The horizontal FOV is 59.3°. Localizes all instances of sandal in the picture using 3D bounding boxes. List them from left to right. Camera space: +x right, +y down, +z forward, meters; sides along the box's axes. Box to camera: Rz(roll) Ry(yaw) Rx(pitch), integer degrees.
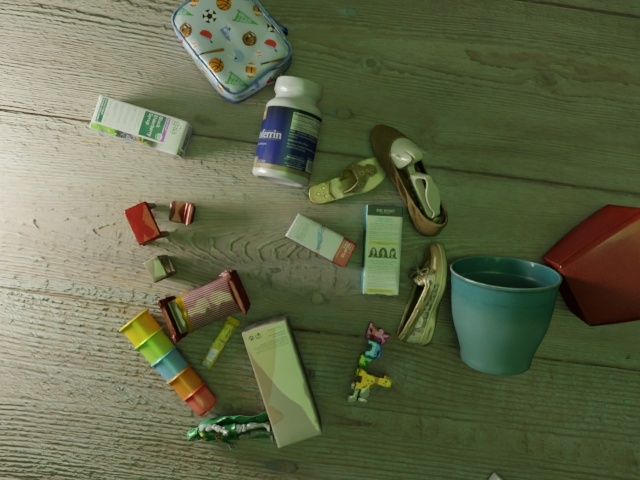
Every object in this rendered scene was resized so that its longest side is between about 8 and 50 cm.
[{"bbox_3d":[0.083,-0.160,1.519,0.240,0.079,0.088,-23,91,-3],"label":"sandal"}]

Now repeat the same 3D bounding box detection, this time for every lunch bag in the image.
[{"bbox_3d":[-0.222,-0.529,1.488,0.243,0.115,0.303,-39,91,-4],"label":"lunch bag"}]

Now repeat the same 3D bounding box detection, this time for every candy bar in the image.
[{"bbox_3d":[-0.276,0.281,1.535,0.040,0.018,0.161,30,89,1],"label":"candy bar"}]

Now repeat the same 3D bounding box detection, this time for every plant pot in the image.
[{"bbox_3d":[0.468,0.199,1.461,0.272,0.271,0.255,0,104,-3],"label":"plant pot"},{"bbox_3d":[0.752,0.081,1.478,0.236,0.267,0.267,-28,91,10],"label":"plant pot"}]

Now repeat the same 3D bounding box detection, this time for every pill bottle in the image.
[{"bbox_3d":[-0.080,-0.283,1.475,0.153,0.153,0.264,12,89,-3],"label":"pill bottle"}]

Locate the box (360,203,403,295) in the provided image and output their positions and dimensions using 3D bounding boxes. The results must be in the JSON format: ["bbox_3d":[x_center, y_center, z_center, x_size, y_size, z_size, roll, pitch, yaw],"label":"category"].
[{"bbox_3d":[0.166,0.025,1.534,0.101,0.060,0.244,3,90,-3],"label":"box"}]

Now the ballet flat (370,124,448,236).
[{"bbox_3d":[0.249,-0.170,1.501,0.116,0.124,0.342,-24,91,-20],"label":"ballet flat"}]

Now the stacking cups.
[{"bbox_3d":[-0.400,0.330,1.504,0.096,0.096,0.316,-38,97,-2],"label":"stacking cups"}]

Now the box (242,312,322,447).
[{"bbox_3d":[-0.099,0.362,1.482,0.121,0.148,0.311,-17,90,-3],"label":"box"}]

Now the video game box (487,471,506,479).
[{"bbox_3d":[0.505,0.784,1.563,0.187,0.048,0.205,35,88,0],"label":"video game box"}]

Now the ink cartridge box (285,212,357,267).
[{"bbox_3d":[0.000,0.000,1.492,0.175,0.127,0.072,28,88,-3],"label":"ink cartridge box"}]

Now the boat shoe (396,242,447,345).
[{"bbox_3d":[0.276,0.142,1.518,0.089,0.104,0.285,10,91,-6],"label":"boat shoe"}]

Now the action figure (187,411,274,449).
[{"bbox_3d":[-0.243,0.512,1.504,0.232,0.063,0.137,-6,131,5],"label":"action figure"}]

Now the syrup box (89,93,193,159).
[{"bbox_3d":[-0.467,-0.297,1.484,0.237,0.096,0.093,17,89,-2],"label":"syrup box"}]

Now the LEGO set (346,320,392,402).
[{"bbox_3d":[0.150,0.347,1.523,0.093,0.087,0.227,16,91,-2],"label":"LEGO set"}]

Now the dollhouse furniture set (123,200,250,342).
[{"bbox_3d":[-0.350,0.053,1.462,0.201,0.152,0.374,-25,92,-2],"label":"dollhouse furniture set"}]
